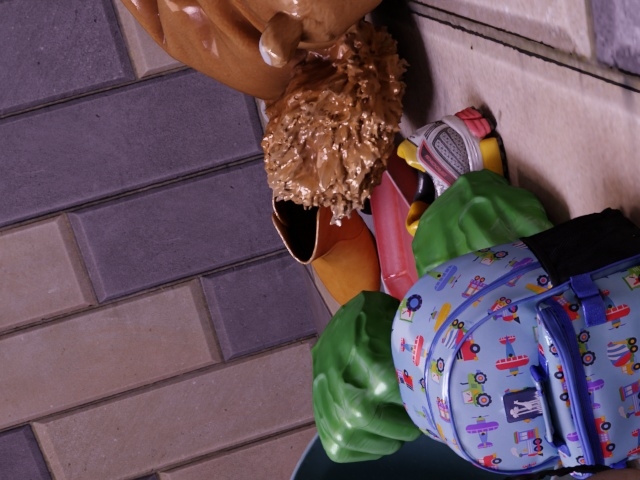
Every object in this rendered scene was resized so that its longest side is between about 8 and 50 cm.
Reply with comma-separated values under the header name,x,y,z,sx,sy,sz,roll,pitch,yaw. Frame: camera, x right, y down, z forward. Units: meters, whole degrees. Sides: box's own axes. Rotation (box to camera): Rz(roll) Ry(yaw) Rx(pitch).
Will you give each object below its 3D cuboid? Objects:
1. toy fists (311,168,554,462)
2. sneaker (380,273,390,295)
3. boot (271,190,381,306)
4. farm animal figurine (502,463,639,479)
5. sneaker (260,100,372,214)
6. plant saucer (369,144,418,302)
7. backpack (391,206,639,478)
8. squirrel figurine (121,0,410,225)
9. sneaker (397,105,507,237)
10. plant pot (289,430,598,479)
name,x,y,z,sx,sy,sz,roll,pitch,yaw
toy fists,0.092,0.073,0.782,0.096,0.279,0.142,35,-159,-17
sneaker,0.080,0.109,1.482,0.100,0.108,0.271,78,174,-47
boot,0.001,-0.001,1.241,0.211,0.104,0.295,-64,-40,-67
farm animal figurine,0.193,0.259,0.466,0.330,0.172,0.326,-35,66,43
sneaker,-0.006,-0.134,1.446,0.330,0.146,0.122,-117,14,-50
plant saucer,0.122,0.021,1.167,0.259,0.048,0.258,-116,12,-53
backpack,0.139,0.076,0.595,0.117,0.173,0.158,-120,16,-65
squirrel figurine,-0.006,-0.229,0.968,0.397,0.281,0.370,61,168,-20
sneaker,0.124,-0.007,0.870,0.088,0.093,0.225,-124,18,-69
plant pot,0.132,0.257,0.824,0.196,0.293,0.293,48,-175,-24
